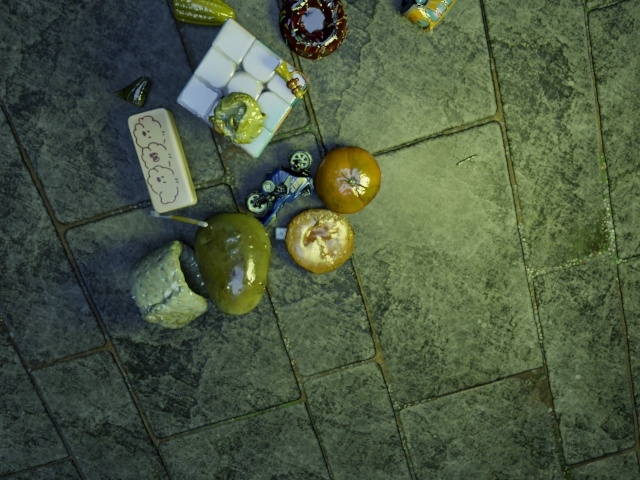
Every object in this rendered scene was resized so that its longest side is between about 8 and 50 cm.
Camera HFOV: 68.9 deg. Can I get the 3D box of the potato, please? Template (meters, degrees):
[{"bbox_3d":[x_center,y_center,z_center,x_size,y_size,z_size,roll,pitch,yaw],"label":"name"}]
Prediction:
[{"bbox_3d":[-0.290,0.077,1.626,0.269,0.219,0.359,-16,82,-2],"label":"potato"}]

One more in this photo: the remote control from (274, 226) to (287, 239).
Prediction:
[{"bbox_3d":[-0.108,-0.026,1.737,0.124,0.018,0.053,-1,106,-3],"label":"remote control"}]

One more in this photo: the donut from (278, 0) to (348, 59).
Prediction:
[{"bbox_3d":[-0.022,-0.718,1.524,0.235,0.089,0.235,0,104,-1],"label":"donut"}]

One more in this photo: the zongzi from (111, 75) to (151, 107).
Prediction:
[{"bbox_3d":[-0.635,-0.517,1.568,0.113,0.052,0.104,25,94,4],"label":"zongzi"}]

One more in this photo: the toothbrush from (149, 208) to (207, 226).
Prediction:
[{"bbox_3d":[-0.496,-0.079,1.616,0.288,0.021,0.024,11,124,32],"label":"toothbrush"}]

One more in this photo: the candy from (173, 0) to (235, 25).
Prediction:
[{"bbox_3d":[-0.372,-0.743,1.498,0.198,0.094,0.106,8,99,-11],"label":"candy"}]

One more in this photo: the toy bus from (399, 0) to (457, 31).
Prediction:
[{"bbox_3d":[0.367,-0.789,1.510,0.136,0.126,0.209,34,101,-20],"label":"toy bus"}]

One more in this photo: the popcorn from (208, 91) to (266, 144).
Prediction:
[{"bbox_3d":[-0.225,-0.342,1.298,0.141,0.162,0.136,31,65,-32],"label":"popcorn"}]

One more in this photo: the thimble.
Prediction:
[{"bbox_3d":[-0.508,0.157,1.625,0.195,0.291,0.292,-31,104,7],"label":"thimble"}]

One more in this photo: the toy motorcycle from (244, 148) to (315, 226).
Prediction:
[{"bbox_3d":[-0.126,-0.177,1.652,0.315,0.113,0.169,-41,113,17],"label":"toy motorcycle"}]

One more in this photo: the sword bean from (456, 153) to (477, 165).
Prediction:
[{"bbox_3d":[0.535,-0.294,1.705,0.083,0.012,0.012,-25,105,5],"label":"sword bean"}]

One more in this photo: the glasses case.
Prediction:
[{"bbox_3d":[-0.537,-0.270,1.594,0.143,0.076,0.337,-16,96,-1],"label":"glasses case"}]

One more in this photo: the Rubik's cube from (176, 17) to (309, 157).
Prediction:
[{"bbox_3d":[-0.231,-0.465,1.473,0.291,0.292,0.290,36,100,-11],"label":"Rubik's cube"}]

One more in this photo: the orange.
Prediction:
[{"bbox_3d":[0.096,-0.207,1.621,0.240,0.171,0.240,-1,106,-3],"label":"orange"}]

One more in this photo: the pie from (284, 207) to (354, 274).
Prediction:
[{"bbox_3d":[0.001,0.001,1.715,0.273,0.069,0.274,-3,101,-16],"label":"pie"}]

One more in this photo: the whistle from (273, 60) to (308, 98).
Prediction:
[{"bbox_3d":[-0.079,-0.455,1.321,0.046,0.057,0.109,-18,121,48],"label":"whistle"}]
